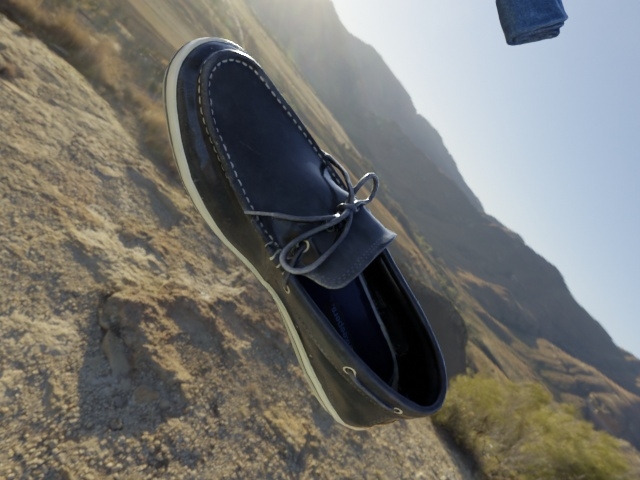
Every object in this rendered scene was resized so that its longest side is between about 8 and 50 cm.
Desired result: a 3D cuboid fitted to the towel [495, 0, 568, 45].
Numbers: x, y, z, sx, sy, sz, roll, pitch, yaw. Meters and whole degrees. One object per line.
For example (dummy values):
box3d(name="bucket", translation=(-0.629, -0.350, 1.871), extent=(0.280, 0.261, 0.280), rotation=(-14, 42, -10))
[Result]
box3d(name="towel", translation=(0.235, -0.288, 0.505), extent=(0.029, 0.067, 0.120), rotation=(30, 51, -76))

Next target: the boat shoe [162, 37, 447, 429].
box3d(name="boat shoe", translation=(0.000, 0.000, 0.500), extent=(0.186, 0.155, 0.501), rotation=(-35, 103, -40))
